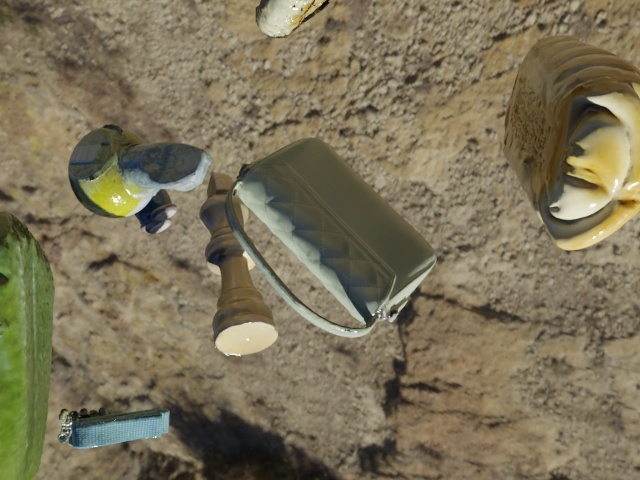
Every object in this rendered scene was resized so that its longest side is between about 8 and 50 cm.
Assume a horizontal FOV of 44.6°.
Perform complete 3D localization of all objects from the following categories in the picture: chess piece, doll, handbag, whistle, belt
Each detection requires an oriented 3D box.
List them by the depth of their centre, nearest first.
[{"bbox_3d":[0.000,0.000,0.927,0.256,0.219,0.079,46,132,10],"label":"handbag"},{"bbox_3d":[-0.231,-0.086,1.002,0.223,0.123,0.123,0,132,28],"label":"whistle"},{"bbox_3d":[-0.273,-0.084,1.167,0.152,0.085,0.114,52,136,19],"label":"doll"},{"bbox_3d":[-0.354,0.324,1.362,0.179,0.065,0.100,3,177,-38],"label":"belt"},{"bbox_3d":[-0.176,0.026,1.514,0.117,0.397,0.117,-10,144,-8],"label":"chess piece"}]

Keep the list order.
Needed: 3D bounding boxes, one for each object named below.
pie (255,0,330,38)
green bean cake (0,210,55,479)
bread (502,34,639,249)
[{"bbox_3d":[0.030,-0.342,0.936,0.055,0.274,0.274,48,139,-7],"label":"pie"},{"bbox_3d":[-0.305,0.103,0.666,0.125,0.248,0.222,1,170,-12],"label":"green bean cake"},{"bbox_3d":[0.278,-0.122,0.840,0.121,0.311,0.172,9,117,-1],"label":"bread"}]
